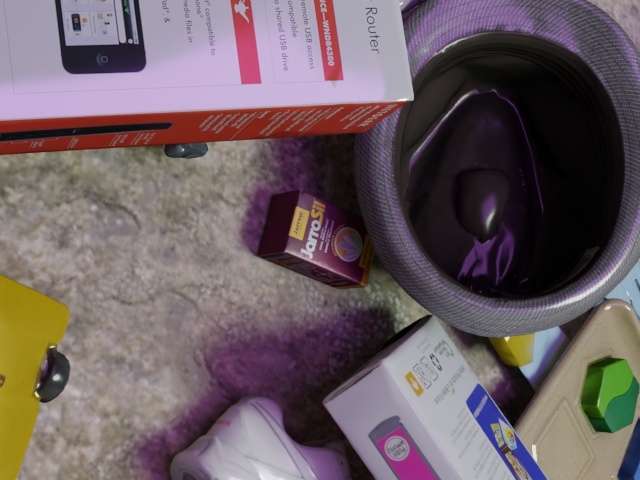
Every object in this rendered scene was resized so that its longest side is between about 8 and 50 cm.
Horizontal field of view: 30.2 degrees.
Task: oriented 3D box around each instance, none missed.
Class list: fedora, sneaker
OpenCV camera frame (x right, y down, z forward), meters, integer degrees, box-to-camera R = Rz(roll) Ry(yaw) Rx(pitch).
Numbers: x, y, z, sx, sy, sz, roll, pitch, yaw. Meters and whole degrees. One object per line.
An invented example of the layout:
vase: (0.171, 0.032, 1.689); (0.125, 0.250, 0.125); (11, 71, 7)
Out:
fedora: (0.141, -0.056, 0.954); (0.243, 0.124, 0.276); (2, 80, -7)
sneaker: (0.000, 0.208, 0.890); (0.232, 0.090, 0.115); (53, 56, -19)

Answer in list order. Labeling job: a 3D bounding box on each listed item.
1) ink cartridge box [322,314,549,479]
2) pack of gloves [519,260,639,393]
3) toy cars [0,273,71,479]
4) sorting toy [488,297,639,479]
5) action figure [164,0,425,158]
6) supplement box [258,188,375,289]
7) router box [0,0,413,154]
ink cartridge box: (0.151, 0.233, 0.886); (0.371, 0.069, 0.176); (53, 18, 5)
pack of gloves: (0.219, 0.047, 1.090); (0.195, 0.046, 0.232); (-49, 120, -28)
toy cars: (-0.206, 0.213, 0.754); (0.176, 0.087, 0.394); (-24, 103, -45)
sorting toy: (0.232, 0.163, 1.048); (0.229, 0.041, 0.307); (-45, 118, -28)
action figure: (-0.068, -0.253, 0.845); (0.330, 0.178, 0.341); (-31, 102, -40)
supplement box: (0.000, 0.000, 0.937); (0.083, 0.043, 0.055); (22, 74, -29)
router box: (-0.118, -0.223, 0.695); (0.301, 0.082, 0.336); (-5, 82, -22)
